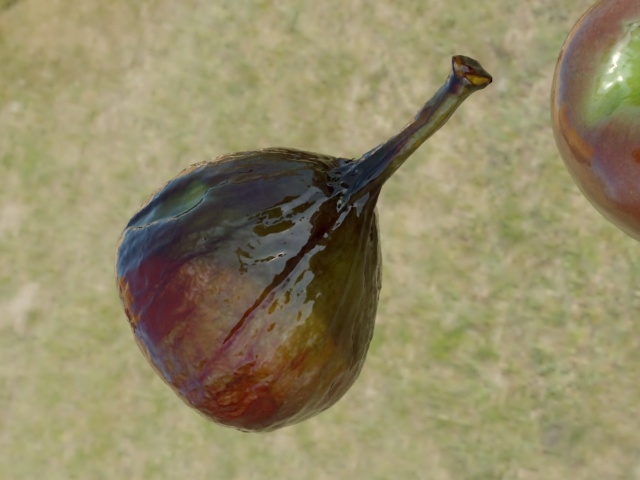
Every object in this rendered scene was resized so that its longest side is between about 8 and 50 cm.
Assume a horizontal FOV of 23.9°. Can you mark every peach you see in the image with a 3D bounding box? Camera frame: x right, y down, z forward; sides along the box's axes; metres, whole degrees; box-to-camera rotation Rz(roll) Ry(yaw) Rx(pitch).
[{"bbox_3d":[0.316,-0.099,1.251,0.252,0.252,0.252,-42,40,49],"label":"peach"}]

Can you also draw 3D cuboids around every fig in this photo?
[{"bbox_3d":[-0.022,-0.020,0.969,0.191,0.190,0.290,-115,41,-55],"label":"fig"}]
